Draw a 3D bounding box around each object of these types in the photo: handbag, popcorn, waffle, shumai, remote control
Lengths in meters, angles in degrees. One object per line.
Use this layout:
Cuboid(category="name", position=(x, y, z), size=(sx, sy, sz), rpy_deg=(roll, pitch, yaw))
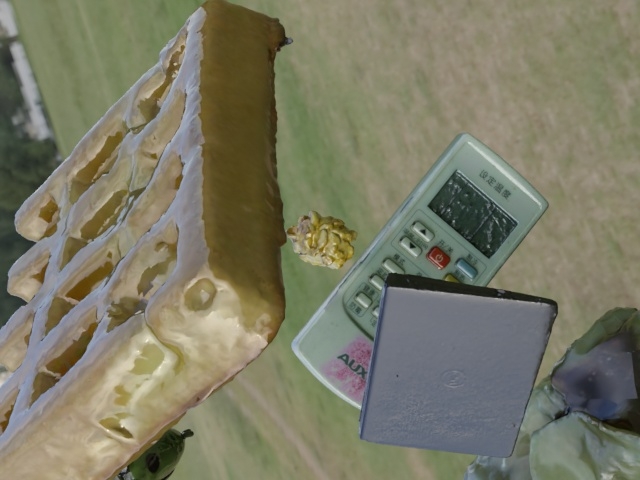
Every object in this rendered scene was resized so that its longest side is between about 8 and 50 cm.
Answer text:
Cuboid(category="handbag", position=(-0.162, 0.202, 1.061), size=(0.072, 0.047, 0.111), rpy_deg=(62, -151, -4))
Cuboid(category="popcorn", position=(0.000, 0.000, 1.316), size=(0.082, 0.083, 0.057), rpy_deg=(112, 178, -81))
Cuboid(category="waffle", position=(-0.135, 0.008, 0.811), size=(0.077, 0.304, 0.348), rpy_deg=(30, -147, -27))
Cuboid(category="shumai", position=(0.358, 0.236, 1.261), size=(0.395, 0.395, 0.348), rpy_deg=(-131, 43, -61))
Cuboid(category="remote control", position=(0.118, 0.043, 1.356), size=(0.145, 0.344, 0.050), rpy_deg=(39, 174, -9))

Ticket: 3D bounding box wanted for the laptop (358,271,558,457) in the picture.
Cuboid(category="laptop", position=(0.106, 0.105, 0.909), size=(0.016, 0.135, 0.197), rpy_deg=(-81, -1, -46))
